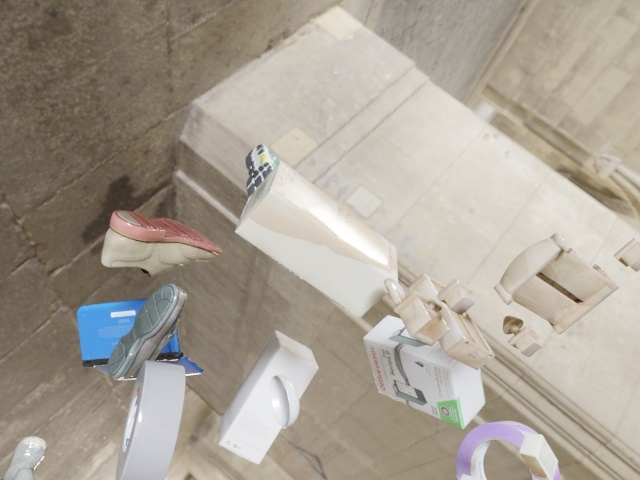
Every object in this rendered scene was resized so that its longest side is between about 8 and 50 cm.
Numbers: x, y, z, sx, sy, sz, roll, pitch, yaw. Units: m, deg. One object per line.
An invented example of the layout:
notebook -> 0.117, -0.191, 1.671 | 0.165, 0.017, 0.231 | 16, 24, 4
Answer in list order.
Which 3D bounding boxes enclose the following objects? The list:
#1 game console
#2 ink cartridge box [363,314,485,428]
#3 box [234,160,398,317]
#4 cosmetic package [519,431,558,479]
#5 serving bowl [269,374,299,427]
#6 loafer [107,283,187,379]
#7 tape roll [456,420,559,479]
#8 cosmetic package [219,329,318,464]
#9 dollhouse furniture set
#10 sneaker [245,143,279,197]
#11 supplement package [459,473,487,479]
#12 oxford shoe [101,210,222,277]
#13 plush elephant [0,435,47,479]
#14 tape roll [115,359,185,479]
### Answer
game console -> -0.513, 0.289, 1.597 | 0.293, 0.250, 0.173 | -7, 180, 10
ink cartridge box -> 0.276, 0.346, 1.496 | 0.121, 0.289, 0.211 | -35, 120, -34
box -> 0.000, 0.000, 1.107 | 0.121, 0.311, 0.148 | -46, -161, 27
cosmetic package -> 0.515, 0.510, 1.310 | 0.041, 0.115, 0.060 | -5, -141, 45
serving bowl -> -0.054, 0.257, 0.895 | 0.027, 0.083, 0.083 | -5, 145, -26
loafer -> -0.362, 0.201, 1.210 | 0.084, 0.096, 0.267 | 25, 114, -42
tape roll -> 0.535, 0.665, 1.601 | 0.090, 0.275, 0.275 | 16, 117, -46
cosmetic package -> -0.173, 0.500, 1.805 | 0.365, 0.155, 0.197 | -57, -169, 3
dollhouse furniture set -> 0.335, 0.041, 0.989 | 0.303, 0.174, 0.355 | 29, 114, -37
sneaker -> -0.150, -0.184, 1.654 | 0.107, 0.110, 0.275 | -36, -142, 24
supplement package -> 0.358, 0.726, 1.294 | 0.145, 0.204, 0.262 | -2, -161, 42
oxford shoe -> -0.375, 0.022, 1.323 | 0.348, 0.123, 0.130 | 18, 102, -58
plush elephant -> -0.818, 0.573, 1.251 | 0.255, 0.272, 0.330 | 92, -9, -46
tape roll -> -0.309, 0.331, 1.009 | 0.219, 0.072, 0.219 | -166, -90, -70
